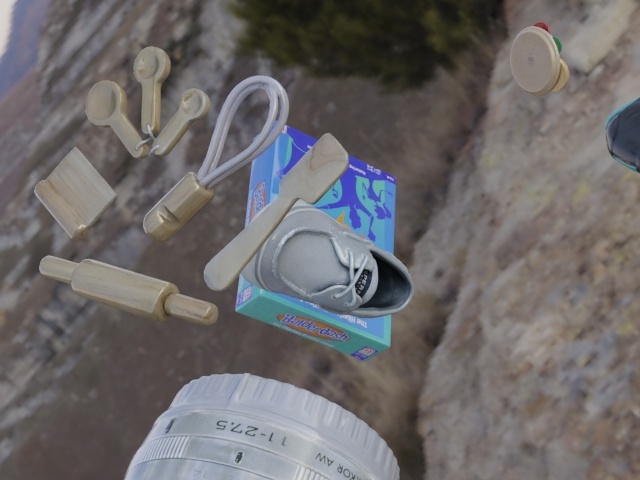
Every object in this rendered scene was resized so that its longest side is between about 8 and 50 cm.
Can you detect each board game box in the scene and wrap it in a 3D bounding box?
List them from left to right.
[{"bbox_3d":[0.000,0.000,1.358,0.047,0.160,0.210,-35,42,45],"label":"board game box"}]

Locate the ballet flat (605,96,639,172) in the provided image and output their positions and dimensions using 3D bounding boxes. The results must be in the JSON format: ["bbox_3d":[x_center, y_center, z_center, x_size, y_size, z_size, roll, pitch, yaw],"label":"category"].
[{"bbox_3d":[0.448,-0.166,1.475,0.280,0.095,0.096,-40,42,16],"label":"ballet flat"}]

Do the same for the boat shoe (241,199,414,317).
[{"bbox_3d":[0.015,0.021,1.115,0.227,0.081,0.079,19,-86,-61],"label":"boat shoe"}]

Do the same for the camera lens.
[{"bbox_3d":[-0.071,0.270,1.020,0.219,0.219,0.274,-33,28,50],"label":"camera lens"}]

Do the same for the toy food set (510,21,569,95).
[{"bbox_3d":[0.250,-0.208,1.536,0.020,0.082,0.083,-13,2,-32],"label":"toy food set"}]

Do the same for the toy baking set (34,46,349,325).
[{"bbox_3d":[-0.109,-0.037,0.968,0.030,0.256,0.197,11,-83,-60],"label":"toy baking set"}]
